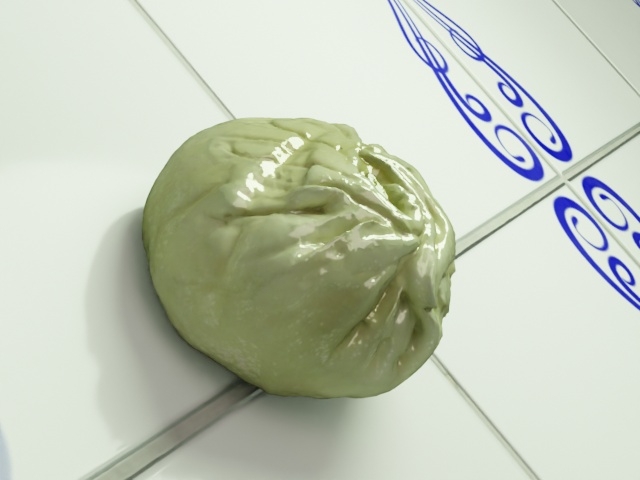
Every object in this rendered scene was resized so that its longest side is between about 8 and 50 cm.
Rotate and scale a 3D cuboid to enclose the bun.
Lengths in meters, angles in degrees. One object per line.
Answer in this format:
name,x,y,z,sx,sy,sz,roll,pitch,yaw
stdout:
bun,0.000,0.000,0.801,0.229,0.145,0.229,30,37,-26
